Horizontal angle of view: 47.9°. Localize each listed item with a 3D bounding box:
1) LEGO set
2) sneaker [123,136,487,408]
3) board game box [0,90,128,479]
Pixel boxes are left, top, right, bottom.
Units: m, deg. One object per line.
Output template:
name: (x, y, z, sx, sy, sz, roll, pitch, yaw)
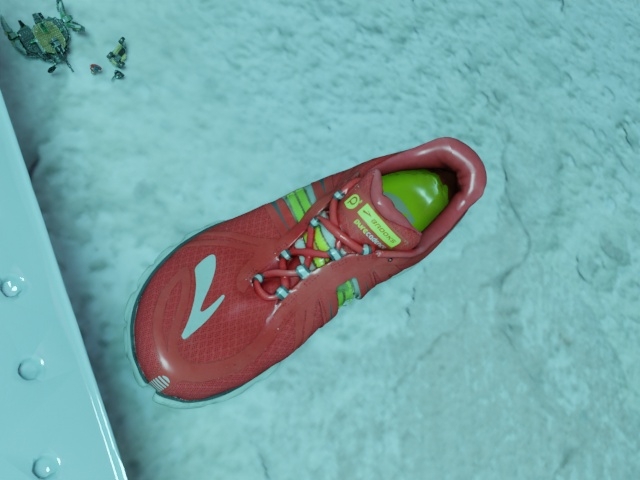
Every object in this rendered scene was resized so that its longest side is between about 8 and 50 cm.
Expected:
LEGO set: (-0.172, -0.129, 0.481, 0.083, 0.023, 0.054, 31, 61, -29)
sneaker: (0.000, 0.000, 0.460, 0.279, 0.118, 0.107, -33, 88, -33)
board game box: (-0.277, 0.058, 0.225, 0.390, 0.050, 0.390, -13, 77, -40)
